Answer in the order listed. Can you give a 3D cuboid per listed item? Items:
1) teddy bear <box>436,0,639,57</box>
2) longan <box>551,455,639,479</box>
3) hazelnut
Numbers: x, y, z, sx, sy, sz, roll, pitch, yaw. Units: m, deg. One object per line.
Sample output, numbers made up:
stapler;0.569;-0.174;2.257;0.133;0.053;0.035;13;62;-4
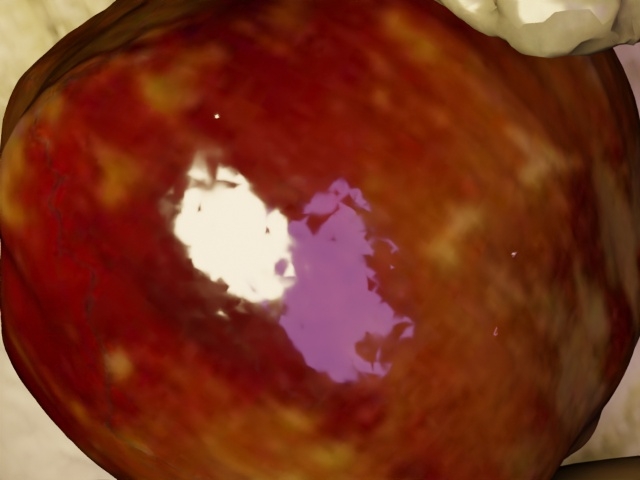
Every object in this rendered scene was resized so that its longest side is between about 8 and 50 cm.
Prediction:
teddy bear;0.005;-0.206;0.554;0.367;0.224;0.357;12;59;10
longan;0.119;0.233;0.660;0.318;0.319;0.319;-2;98;-17
hazelnut;0.000;0.000;0.642;0.218;0.218;0.234;53;41;-16
